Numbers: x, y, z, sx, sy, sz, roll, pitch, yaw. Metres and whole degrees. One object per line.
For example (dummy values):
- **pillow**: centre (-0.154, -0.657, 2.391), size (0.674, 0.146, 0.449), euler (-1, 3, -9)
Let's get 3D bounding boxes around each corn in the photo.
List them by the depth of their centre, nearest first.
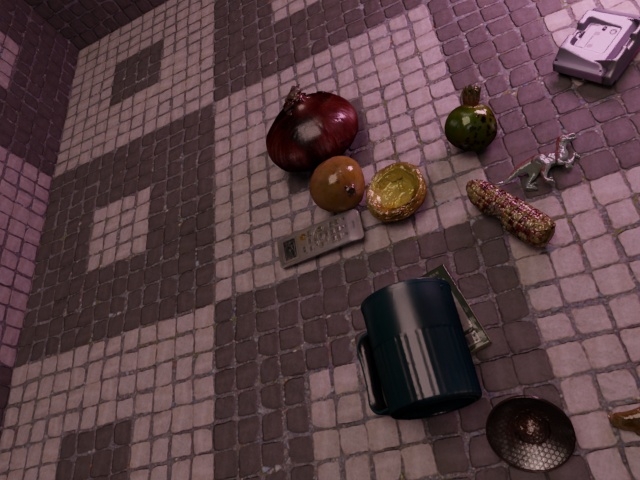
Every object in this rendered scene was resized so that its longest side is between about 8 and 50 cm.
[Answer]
- **corn**: centre (0.522, -0.083, 1.453), size (0.098, 0.098, 0.290), euler (-47, 51, -1)

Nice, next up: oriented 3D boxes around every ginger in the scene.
- **ginger**: centre (0.709, 0.383, 1.137), size (0.137, 0.044, 0.057), euler (-32, 97, 20)

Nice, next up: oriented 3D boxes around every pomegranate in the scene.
- **pomegranate**: centre (0.463, -0.370, 1.588), size (0.159, 0.205, 0.159), euler (-7, 28, 4)
- **pomegranate**: centre (0.057, -0.184, 1.702), size (0.191, 0.191, 0.191), euler (-13, 59, 22)

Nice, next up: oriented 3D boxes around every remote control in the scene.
- **remote control**: centre (0.000, 0.000, 1.725), size (0.313, 0.055, 0.109), euler (-22, 63, 22)

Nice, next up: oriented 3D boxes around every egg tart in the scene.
- **egg tart**: centre (0.242, -0.146, 1.646), size (0.212, 0.090, 0.213), euler (-12, 58, 20)

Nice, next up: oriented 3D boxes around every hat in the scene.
- **hat**: centre (0.488, 0.433, 1.210), size (0.193, 0.082, 0.193), euler (6, 106, 21)

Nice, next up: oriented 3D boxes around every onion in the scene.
- **onion**: centre (-0.047, -0.409, 1.821), size (0.347, 0.285, 0.348), euler (-19, 39, 16)

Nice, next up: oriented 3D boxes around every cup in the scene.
- **cup**: centre (0.222, 0.286, 1.299), size (0.307, 0.242, 0.292), euler (-22, 59, 14)

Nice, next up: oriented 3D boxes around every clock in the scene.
- **clock**: centre (0.848, -0.589, 1.562), size (0.186, 0.083, 0.253), euler (33, 83, 37)

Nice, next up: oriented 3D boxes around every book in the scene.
- **book**: centre (0.319, 0.219, 1.444), size (0.202, 0.027, 0.264), euler (-33, 54, 11)

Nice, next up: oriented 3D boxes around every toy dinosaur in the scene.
- **toy dinosaur**: centre (0.624, -0.219, 1.502), size (0.242, 0.053, 0.167), euler (-12, 58, 23)
